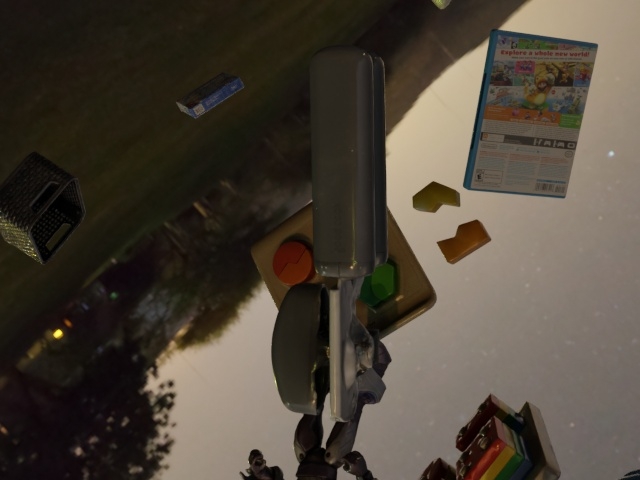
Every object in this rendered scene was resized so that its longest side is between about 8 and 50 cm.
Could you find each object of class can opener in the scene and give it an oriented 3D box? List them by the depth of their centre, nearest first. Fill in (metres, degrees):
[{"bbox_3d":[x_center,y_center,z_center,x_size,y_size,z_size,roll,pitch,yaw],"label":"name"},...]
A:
[{"bbox_3d":[0.000,0.000,0.603,0.095,0.284,0.076,1,-171,17],"label":"can opener"}]

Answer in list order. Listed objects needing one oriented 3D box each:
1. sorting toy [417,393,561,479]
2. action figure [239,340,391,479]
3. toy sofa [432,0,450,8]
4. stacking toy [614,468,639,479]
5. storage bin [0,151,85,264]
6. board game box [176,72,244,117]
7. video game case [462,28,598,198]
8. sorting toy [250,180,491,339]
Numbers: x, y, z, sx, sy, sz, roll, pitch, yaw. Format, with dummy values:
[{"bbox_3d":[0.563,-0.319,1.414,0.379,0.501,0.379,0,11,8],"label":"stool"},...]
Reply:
[{"bbox_3d":[0.210,0.350,1.129,0.256,0.089,0.257,-55,177,11],"label":"sorting toy"},{"bbox_3d":[-0.002,0.246,0.919,0.185,0.099,0.285,-4,-122,27],"label":"action figure"},{"bbox_3d":[0.175,-0.440,0.950,0.150,0.177,0.362,-40,179,-4],"label":"toy sofa"},{"bbox_3d":[0.428,0.437,0.939,0.175,0.302,0.166,-1,-160,5],"label":"stacking toy"},{"bbox_3d":[-0.472,-0.051,1.335,0.122,0.084,0.180,-56,176,-23],"label":"storage bin"},{"bbox_3d":[-0.171,-0.224,1.219,0.090,0.020,0.090,-35,-154,-11],"label":"board game box"},{"bbox_3d":[0.221,-0.130,0.839,0.015,0.119,0.167,-126,-138,-69],"label":"video game case"},{"bbox_3d":[0.057,0.016,1.063,0.307,0.229,0.041,-35,155,19],"label":"sorting toy"}]
